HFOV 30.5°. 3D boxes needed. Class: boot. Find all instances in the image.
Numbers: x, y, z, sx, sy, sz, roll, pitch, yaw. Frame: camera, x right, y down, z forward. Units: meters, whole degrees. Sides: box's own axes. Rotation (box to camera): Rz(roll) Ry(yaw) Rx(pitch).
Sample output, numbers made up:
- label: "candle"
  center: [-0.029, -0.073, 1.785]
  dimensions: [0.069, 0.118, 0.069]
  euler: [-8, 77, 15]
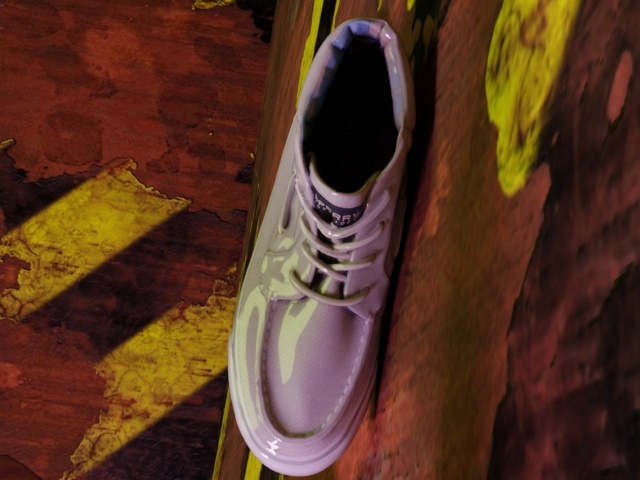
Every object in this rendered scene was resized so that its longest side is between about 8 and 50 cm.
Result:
- label: "boot"
  center: [0.000, 0.000, 0.675]
  dimensions: [0.123, 0.095, 0.258]
  euler: [96, -178, -72]

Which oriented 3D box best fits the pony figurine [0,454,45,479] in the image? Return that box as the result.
- label: "pony figurine"
  center: [-0.131, 0.183, 0.395]
  dimensions: [0.351, 0.363, 0.302]
  euler: [-89, 9, -51]
